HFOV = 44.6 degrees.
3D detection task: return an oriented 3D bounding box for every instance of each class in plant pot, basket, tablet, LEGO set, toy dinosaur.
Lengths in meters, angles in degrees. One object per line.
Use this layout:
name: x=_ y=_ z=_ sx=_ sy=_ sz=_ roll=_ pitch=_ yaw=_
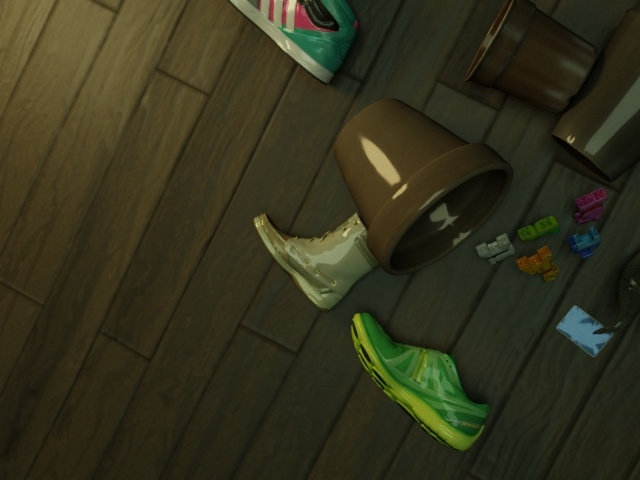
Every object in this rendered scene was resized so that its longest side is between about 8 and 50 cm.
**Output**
plant pot: x=0.350 y=-0.299 z=1.287 sx=0.165 sy=0.167 sz=0.166 roll=28 pitch=95 yaw=-1
basket: x=0.499 y=-0.221 z=1.265 sx=0.204 sy=0.154 sz=0.227 roll=42 pitch=100 yaw=7
tablet: x=0.456 y=0.156 z=1.347 sx=0.083 sy=0.006 sz=0.054 roll=38 pitch=97 yaw=8
LEGO set: x=0.393 y=0.015 z=1.323 sx=0.227 sy=0.093 sz=0.087 roll=-25 pitch=56 yaw=14
plant pot: x=0.147 y=-0.109 z=1.291 sx=0.263 sy=0.263 sz=0.229 roll=-40 pitch=66 yaw=8
toy dinosaur: x=0.581 y=0.062 z=1.287 sx=0.314 sy=0.121 sz=0.160 roll=-29 pitch=74 yaw=13

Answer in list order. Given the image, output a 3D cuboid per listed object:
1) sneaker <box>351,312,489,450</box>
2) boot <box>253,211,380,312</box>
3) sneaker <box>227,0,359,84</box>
sneaker: x=0.169 y=0.231 z=1.360 sx=0.123 sy=0.109 sz=0.295 roll=-43 pitch=82 yaw=-16
boot: x=0.000 y=0.000 z=1.384 sx=0.165 sy=0.077 sz=0.213 roll=-41 pitch=90 yaw=8
sneaker: x=-0.045 y=-0.433 z=1.357 sx=0.295 sy=0.124 sz=0.178 roll=42 pitch=102 yaw=-1
